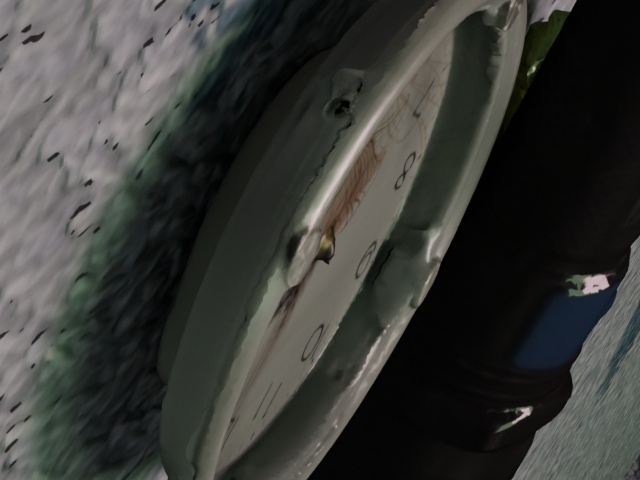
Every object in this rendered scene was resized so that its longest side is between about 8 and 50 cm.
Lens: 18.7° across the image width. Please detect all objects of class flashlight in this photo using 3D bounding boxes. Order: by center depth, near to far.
[{"bbox_3d":[0.100,-0.020,0.817,0.103,0.103,0.424,-42,162,-49],"label":"flashlight"}]

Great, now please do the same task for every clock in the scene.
[{"bbox_3d":[0.000,0.000,0.694,0.236,0.053,0.236,-56,166,-21],"label":"clock"}]

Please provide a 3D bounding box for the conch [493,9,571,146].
[{"bbox_3d":[0.117,-0.067,0.899,0.121,0.074,0.089,-7,137,-21],"label":"conch"}]
